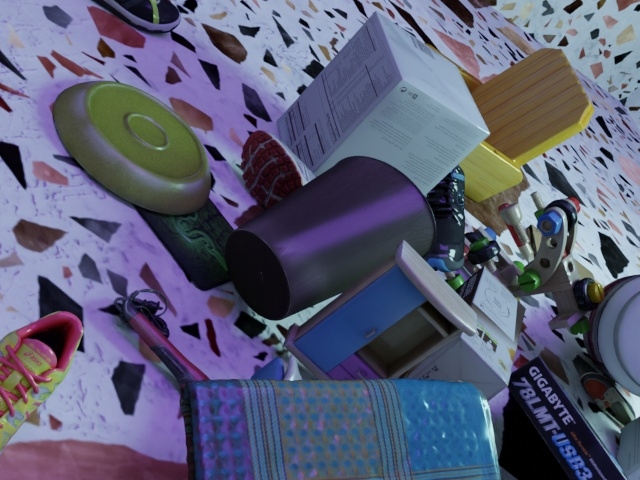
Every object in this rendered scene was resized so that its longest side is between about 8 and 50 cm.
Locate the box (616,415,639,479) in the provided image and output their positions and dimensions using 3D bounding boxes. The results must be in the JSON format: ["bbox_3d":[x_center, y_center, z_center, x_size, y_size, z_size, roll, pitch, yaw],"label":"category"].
[{"bbox_3d":[0.618,0.404,1.649,0.182,0.119,0.181,46,28,-1],"label":"box"}]

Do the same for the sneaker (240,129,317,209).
[{"bbox_3d":[-0.036,-0.070,1.443,0.225,0.088,0.093,53,23,-6],"label":"sneaker"}]

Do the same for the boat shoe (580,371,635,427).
[{"bbox_3d":[0.531,0.295,1.756,0.137,0.049,0.043,42,30,-16],"label":"boat shoe"}]

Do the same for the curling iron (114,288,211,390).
[{"bbox_3d":[-0.125,0.156,1.057,0.274,0.035,0.068,47,28,3],"label":"curling iron"}]

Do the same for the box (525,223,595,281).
[{"bbox_3d":[0.533,0.068,2.084,0.201,0.021,0.164,37,29,-17],"label":"box"}]

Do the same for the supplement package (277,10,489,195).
[{"bbox_3d":[0.094,-0.186,1.565,0.199,0.262,0.198,26,33,-33],"label":"supplement package"}]

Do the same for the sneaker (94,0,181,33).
[{"bbox_3d":[-0.306,-0.410,1.498,0.234,0.097,0.084,23,36,-36],"label":"sneaker"}]

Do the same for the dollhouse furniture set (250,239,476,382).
[{"bbox_3d":[0.086,0.202,1.075,0.286,0.198,0.303,44,26,-14],"label":"dollhouse furniture set"}]

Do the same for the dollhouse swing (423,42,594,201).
[{"bbox_3d":[0.347,-0.319,2.048,0.315,0.305,0.347,29,33,-28],"label":"dollhouse swing"}]

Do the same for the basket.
[{"bbox_3d":[0.000,0.000,1.251,0.227,0.154,0.204,-28,35,-35],"label":"basket"}]

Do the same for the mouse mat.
[{"bbox_3d":[-0.171,-0.021,1.264,0.190,0.007,0.152,50,28,10],"label":"mouse mat"}]

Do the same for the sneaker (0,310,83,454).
[{"bbox_3d":[-0.276,0.125,0.832,0.081,0.094,0.208,42,29,-10],"label":"sneaker"}]

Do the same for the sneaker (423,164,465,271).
[{"bbox_3d":[0.187,-0.060,1.629,0.125,0.140,0.341,6,27,1],"label":"sneaker"}]

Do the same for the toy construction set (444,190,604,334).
[{"bbox_3d":[0.392,0.058,1.746,0.237,0.257,0.309,62,19,-6],"label":"toy construction set"}]

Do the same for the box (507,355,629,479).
[{"bbox_3d":[0.391,0.326,1.388,0.293,0.073,0.295,57,7,25],"label":"box"}]

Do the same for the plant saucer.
[{"bbox_3d":[-0.240,-0.136,1.280,0.241,0.037,0.241,32,30,-21],"label":"plant saucer"}]

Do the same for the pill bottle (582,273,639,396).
[{"bbox_3d":[0.597,0.167,1.692,0.224,0.224,0.392,50,5,8],"label":"pill bottle"}]

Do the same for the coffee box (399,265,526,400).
[{"bbox_3d":[0.210,0.157,1.399,0.098,0.141,0.246,44,28,-3],"label":"coffee box"}]

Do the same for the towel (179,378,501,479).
[{"bbox_3d":[0.042,0.266,0.916,0.370,0.040,0.271,6,66,-35],"label":"towel"}]
